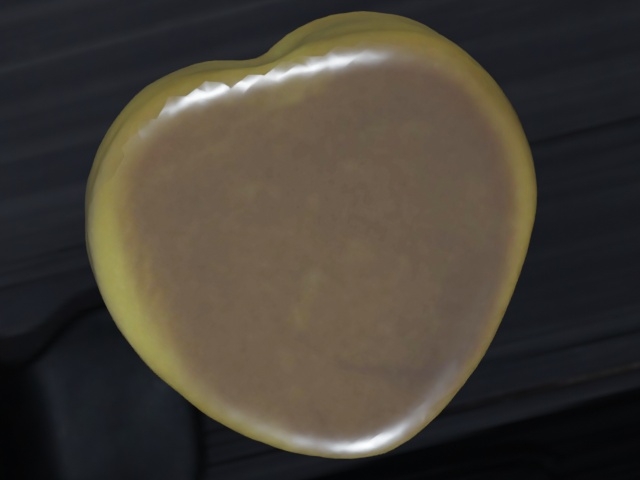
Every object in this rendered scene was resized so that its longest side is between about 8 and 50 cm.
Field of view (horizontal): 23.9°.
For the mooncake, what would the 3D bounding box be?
[{"bbox_3d":[0.000,0.000,0.811,0.117,0.235,0.235,-119,-166,-73],"label":"mooncake"}]
